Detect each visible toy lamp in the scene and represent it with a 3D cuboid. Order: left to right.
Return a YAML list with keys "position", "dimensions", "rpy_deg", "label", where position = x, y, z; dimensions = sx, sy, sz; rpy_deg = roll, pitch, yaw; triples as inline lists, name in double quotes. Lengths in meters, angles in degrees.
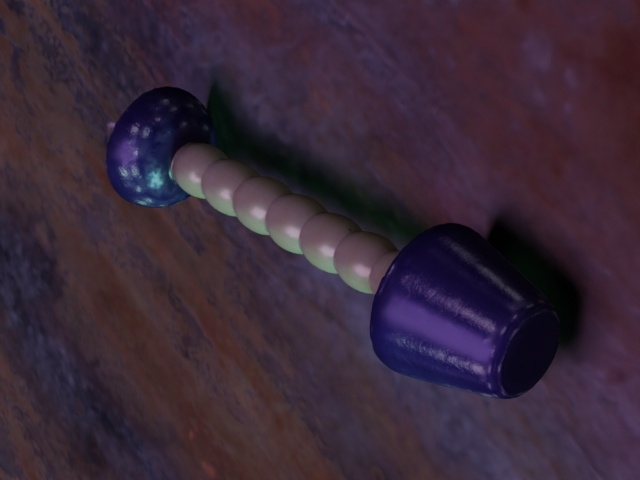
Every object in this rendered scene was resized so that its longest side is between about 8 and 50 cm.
- position: [0.000, 0.000, 0.773]
  dimensions: [0.275, 0.080, 0.080]
  rpy_deg: [27, 123, 40]
  label: "toy lamp"
